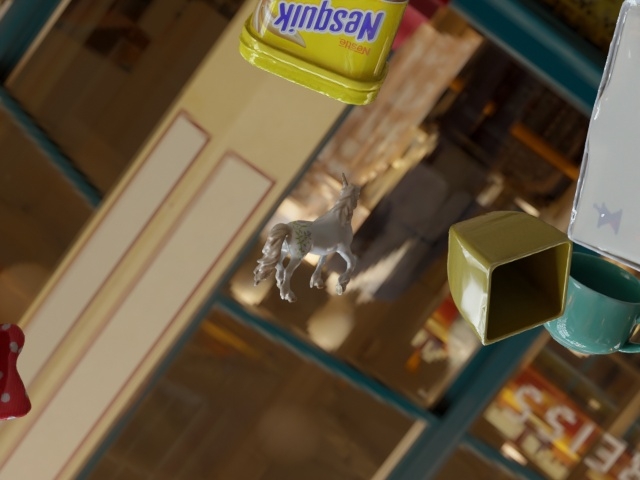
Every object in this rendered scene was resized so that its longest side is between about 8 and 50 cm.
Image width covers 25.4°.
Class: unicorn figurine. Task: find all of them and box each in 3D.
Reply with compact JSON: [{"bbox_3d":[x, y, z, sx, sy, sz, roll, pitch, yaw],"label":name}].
[{"bbox_3d":[0.000,0.000,1.460,0.060,0.111,0.162,16,-162,28],"label":"unicorn figurine"}]

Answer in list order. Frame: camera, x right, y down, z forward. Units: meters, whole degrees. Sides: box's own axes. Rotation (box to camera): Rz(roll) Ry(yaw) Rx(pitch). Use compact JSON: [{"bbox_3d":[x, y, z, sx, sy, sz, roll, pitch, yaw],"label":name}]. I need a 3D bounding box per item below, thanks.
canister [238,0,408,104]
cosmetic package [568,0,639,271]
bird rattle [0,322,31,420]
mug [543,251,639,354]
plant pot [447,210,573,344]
[{"bbox_3d":[0.016,-0.211,1.151,0.126,0.170,0.073,22,-147,2],"label":"canister"},{"bbox_3d":[0.306,-0.054,0.873,0.296,0.153,0.129,-4,-159,-41],"label":"cosmetic package"},{"bbox_3d":[-0.338,0.123,1.198,0.143,0.253,0.207,4,-143,-25],"label":"bird rattle"},{"bbox_3d":[0.355,0.095,1.835,0.129,0.097,0.158,6,-153,-31],"label":"mug"},{"bbox_3d":[0.146,0.021,1.157,0.081,0.081,0.083,-18,-142,-23],"label":"plant pot"}]
